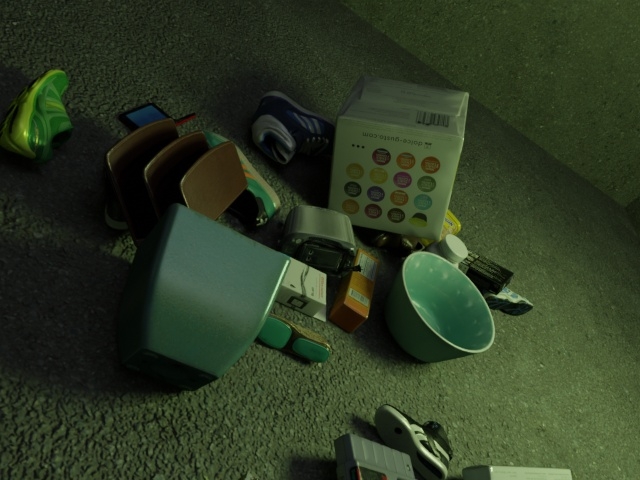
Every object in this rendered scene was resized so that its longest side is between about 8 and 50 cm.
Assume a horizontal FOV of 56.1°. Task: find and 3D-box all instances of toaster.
[{"bbox_3d":[0.000,0.000,1.536,0.227,0.129,0.146,10,41,-12],"label":"toaster"}]

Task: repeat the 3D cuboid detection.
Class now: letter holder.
[{"bbox_3d":[-0.299,-0.152,1.296,0.302,0.152,0.214,-62,141,-61],"label":"letter holder"}]

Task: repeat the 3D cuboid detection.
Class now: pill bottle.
[{"bbox_3d":[0.334,0.069,1.752,0.112,0.186,0.112,25,39,-22],"label":"pill bottle"}]

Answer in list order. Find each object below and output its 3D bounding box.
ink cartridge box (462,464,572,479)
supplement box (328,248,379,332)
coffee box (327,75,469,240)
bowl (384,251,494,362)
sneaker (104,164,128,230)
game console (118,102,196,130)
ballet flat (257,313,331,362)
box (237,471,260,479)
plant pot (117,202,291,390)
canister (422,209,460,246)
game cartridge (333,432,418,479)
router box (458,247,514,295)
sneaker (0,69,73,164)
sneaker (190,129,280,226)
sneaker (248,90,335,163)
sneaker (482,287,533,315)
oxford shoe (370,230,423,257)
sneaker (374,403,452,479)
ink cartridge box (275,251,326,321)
[{"bbox_3d":[0.475,0.711,1.348,0.308,0.091,0.385,16,60,-33],"label":"ink cartridge box"},{"bbox_3d":[0.091,0.125,1.560,0.080,0.078,0.233,34,36,-8],"label":"supplement box"},{"bbox_3d":[0.228,-0.247,1.763,0.338,0.334,0.338,12,36,8],"label":"coffee box"},{"bbox_3d":[0.290,0.199,1.599,0.311,0.163,0.311,26,39,-23],"label":"bowl"},{"bbox_3d":[-0.428,-0.140,1.305,0.078,0.106,0.234,3,50,-21],"label":"sneaker"},{"bbox_3d":[-0.413,-0.319,1.536,0.085,0.124,0.144,64,33,-16],"label":"game console"},{"bbox_3d":[-0.071,0.212,1.342,0.206,0.073,0.067,32,10,-19],"label":"ballet flat"},{"bbox_3d":[-0.060,0.506,1.041,0.232,0.058,0.087,37,36,-10],"label":"box"},{"bbox_3d":[-0.239,0.130,1.113,0.248,0.247,0.252,27,55,-20],"label":"plant pot"},{"bbox_3d":[0.386,-0.048,2.021,0.126,0.073,0.170,50,38,10],"label":"canister"},{"bbox_3d":[0.133,0.557,1.124,0.230,0.068,0.355,39,30,-42],"label":"game cartridge"},{"bbox_3d":[0.528,0.100,1.972,0.179,0.046,0.133,32,31,25],"label":"router box"},{"bbox_3d":[-0.602,-0.265,1.304,0.123,0.109,0.295,46,26,-37],"label":"sneaker"},{"bbox_3d":[-0.235,-0.156,1.513,0.302,0.108,0.121,43,31,-2],"label":"sneaker"},{"bbox_3d":[-0.066,-0.288,1.812,0.323,0.130,0.236,29,47,-26],"label":"sneaker"},{"bbox_3d":[0.623,0.190,1.993,0.211,0.080,0.081,20,43,-29],"label":"sneaker"},{"bbox_3d":[0.242,0.004,1.825,0.227,0.083,0.096,-4,61,-44],"label":"oxford shoe"},{"bbox_3d":[0.212,0.433,1.367,0.217,0.079,0.121,49,32,-5],"label":"sneaker"},{"bbox_3d":[-0.046,0.113,1.456,0.180,0.060,0.104,26,38,-22],"label":"ink cartridge box"}]
